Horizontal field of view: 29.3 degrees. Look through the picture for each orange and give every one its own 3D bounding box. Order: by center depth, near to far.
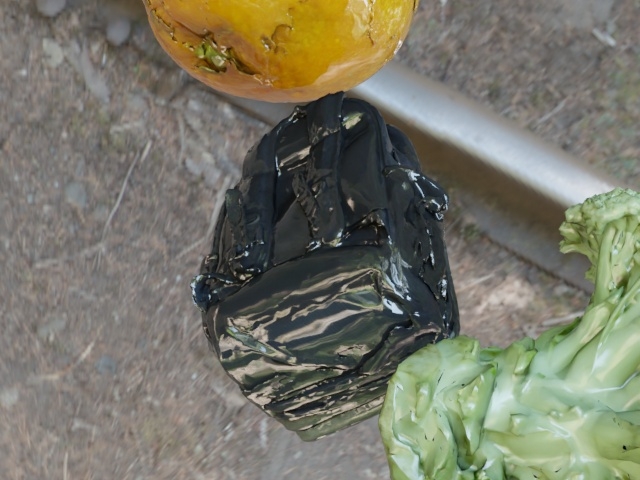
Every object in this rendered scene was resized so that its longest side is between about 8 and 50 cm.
[{"bbox_3d":[-0.029,-0.234,1.014,0.246,0.246,0.246,3,74,-11],"label":"orange"}]

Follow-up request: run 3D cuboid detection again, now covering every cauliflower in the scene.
[{"bbox_3d":[0.159,0.125,0.706,0.250,0.272,0.275,4,30,9],"label":"cauliflower"}]

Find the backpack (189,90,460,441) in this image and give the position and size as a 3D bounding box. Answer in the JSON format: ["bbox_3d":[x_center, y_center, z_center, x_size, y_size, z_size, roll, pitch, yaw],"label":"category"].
[{"bbox_3d":[0.000,0.000,0.906,0.206,0.133,0.258,-25,42,21],"label":"backpack"}]
